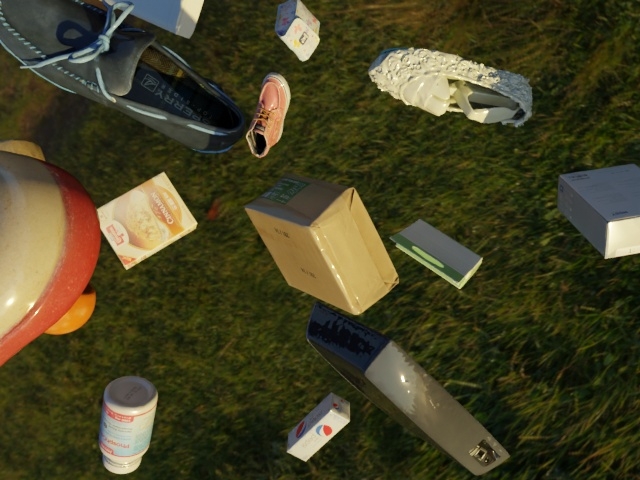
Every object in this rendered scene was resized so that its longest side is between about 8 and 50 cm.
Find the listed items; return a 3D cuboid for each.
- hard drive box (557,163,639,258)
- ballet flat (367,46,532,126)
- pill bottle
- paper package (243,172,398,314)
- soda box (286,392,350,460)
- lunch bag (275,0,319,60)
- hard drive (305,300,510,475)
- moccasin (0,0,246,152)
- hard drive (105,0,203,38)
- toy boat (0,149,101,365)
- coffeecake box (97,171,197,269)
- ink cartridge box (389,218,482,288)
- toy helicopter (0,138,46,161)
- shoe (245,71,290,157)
[{"bbox_3d":[0.638,-0.069,1.474,0.181,0.232,0.089,-9,119,-2],"label":"hard drive box"},{"bbox_3d":[0.313,-0.342,1.584,0.147,0.409,0.147,-175,90,-74],"label":"ballet flat"},{"bbox_3d":[-0.330,0.316,1.179,0.087,0.087,0.160,33,122,31],"label":"pill bottle"},{"bbox_3d":[0.000,0.000,1.809,0.325,0.168,0.309,19,143,53],"label":"paper package"},{"bbox_3d":[-0.007,0.530,1.966,0.069,0.074,0.216,33,118,-17],"label":"soda box"},{"bbox_3d":[-0.038,-0.356,1.177,0.053,0.071,0.083,-11,57,33],"label":"lunch bag"},{"bbox_3d":[0.097,0.178,0.817,0.054,0.254,0.172,-51,31,-11],"label":"hard drive"},{"bbox_3d":[-0.240,-0.232,0.887,0.117,0.342,0.137,-2,67,64],"label":"moccasin"},{"bbox_3d":[-0.290,-0.492,1.223,0.307,0.040,0.203,33,108,40],"label":"hard drive"},{"bbox_3d":[-0.244,0.038,0.538,0.231,0.151,0.151,-36,60,27],"label":"toy boat"},{"bbox_3d":[-0.396,-0.044,1.566,0.142,0.185,0.068,57,164,2],"label":"coffeecake box"},{"bbox_3d":[0.240,0.036,1.473,0.171,0.235,0.056,34,115,14],"label":"ink cartridge box"},{"bbox_3d":[-0.453,-0.044,1.041,0.355,0.235,0.140,-43,60,53],"label":"toy helicopter"},{"bbox_3d":[-0.111,-0.259,1.452,0.064,0.081,0.178,21,138,8],"label":"shoe"}]
